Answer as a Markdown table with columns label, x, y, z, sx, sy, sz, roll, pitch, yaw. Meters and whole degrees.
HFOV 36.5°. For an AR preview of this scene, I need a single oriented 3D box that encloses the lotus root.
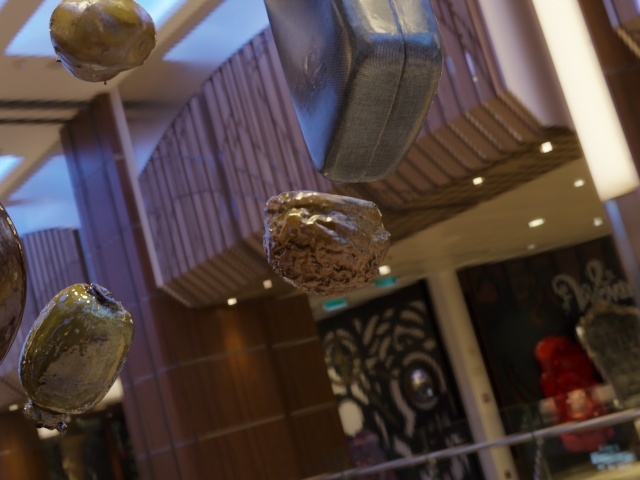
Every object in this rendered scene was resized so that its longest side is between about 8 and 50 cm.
| label | x | y | z | sx | sy | sz | roll | pitch | yaw |
| --- | --- | --- | --- | --- | --- | --- | --- | --- | --- |
| lotus root | -0.394 | 0.195 | 1.516 | 0.154 | 0.154 | 0.278 | 3 | -59 | -60 |

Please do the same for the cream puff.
| label | x | y | z | sx | sy | sz | roll | pitch | yaw |
| --- | --- | --- | --- | --- | --- | --- | --- | --- | --- |
| cream puff | 0.002 | 0.004 | 0.972 | 0.126 | 0.103 | 0.144 | 10 | -4 | -17 |

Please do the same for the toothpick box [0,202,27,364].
| label | x | y | z | sx | sy | sz | roll | pitch | yaw |
| --- | --- | --- | --- | --- | --- | --- | --- | --- | --- |
| toothpick box | -0.322 | 0.013 | 0.655 | 0.192 | 0.192 | 0.294 | -9 | 18 | -33 |

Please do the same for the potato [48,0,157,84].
| label | x | y | z | sx | sy | sz | roll | pitch | yaw |
| --- | --- | --- | --- | --- | --- | --- | --- | --- | --- |
| potato | -0.299 | -0.282 | 1.328 | 0.137 | 0.137 | 0.176 | -7 | 4 | -39 |

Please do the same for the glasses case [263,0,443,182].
| label | x | y | z | sx | sy | sz | roll | pitch | yaw |
| --- | --- | --- | --- | --- | --- | --- | --- | --- | --- |
| glasses case | 0.006 | -0.197 | 0.720 | 0.074 | 0.323 | 0.131 | -3 | -37 | -17 |
